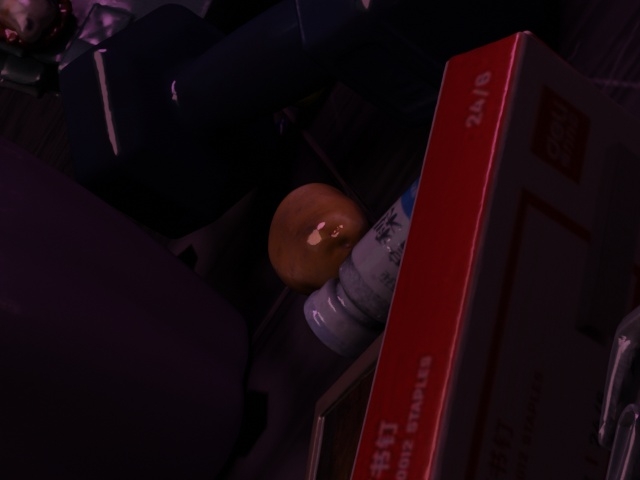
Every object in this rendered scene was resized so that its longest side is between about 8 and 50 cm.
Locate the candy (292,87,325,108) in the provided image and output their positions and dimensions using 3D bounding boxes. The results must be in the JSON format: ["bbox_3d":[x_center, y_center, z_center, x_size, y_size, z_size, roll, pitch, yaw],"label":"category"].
[{"bbox_3d":[0.013,-0.142,0.855,0.123,0.035,0.035,-45,39,16],"label":"candy"}]

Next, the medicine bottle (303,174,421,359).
[{"bbox_3d":[0.066,-0.013,0.640,0.191,0.051,0.051,-47,33,26],"label":"medicine bottle"}]

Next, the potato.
[{"bbox_3d":[0.000,0.000,0.725,0.083,0.062,0.068,-137,44,-83],"label":"potato"}]

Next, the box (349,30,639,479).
[{"bbox_3d":[0.084,0.043,0.496,0.050,0.123,0.229,-11,57,49],"label":"box"}]

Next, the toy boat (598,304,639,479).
[{"bbox_3d":[0.148,0.075,0.368,0.114,0.122,0.296,130,160,-72],"label":"toy boat"}]

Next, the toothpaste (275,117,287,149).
[{"bbox_3d":[-0.052,-0.069,0.914,0.083,0.015,0.024,-22,57,44],"label":"toothpaste"}]

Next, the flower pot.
[{"bbox_3d":[-0.192,0.078,0.788,0.265,0.243,0.265,-35,42,39],"label":"flower pot"}]

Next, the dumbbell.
[{"bbox_3d":[-0.024,-0.112,0.741,0.324,0.144,0.160,-23,14,47],"label":"dumbbell"}]

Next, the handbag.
[{"bbox_3d":[-0.192,-0.240,0.988,0.100,0.268,0.274,104,-171,-56],"label":"handbag"}]

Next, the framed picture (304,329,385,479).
[{"bbox_3d":[0.011,0.164,0.557,0.184,0.016,0.250,124,158,-61],"label":"framed picture"}]
